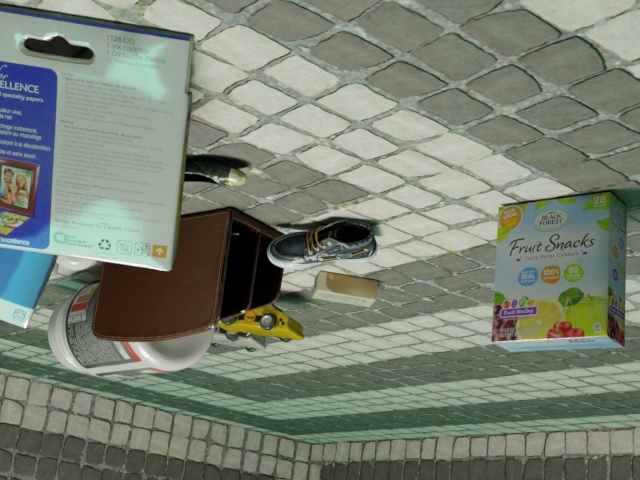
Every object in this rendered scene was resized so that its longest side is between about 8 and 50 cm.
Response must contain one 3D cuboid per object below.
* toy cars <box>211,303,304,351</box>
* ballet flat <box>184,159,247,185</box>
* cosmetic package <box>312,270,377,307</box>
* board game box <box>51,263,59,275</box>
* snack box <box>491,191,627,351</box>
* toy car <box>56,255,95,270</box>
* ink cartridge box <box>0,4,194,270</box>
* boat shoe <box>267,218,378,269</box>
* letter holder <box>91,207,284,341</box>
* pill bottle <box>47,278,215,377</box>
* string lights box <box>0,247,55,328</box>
[{"bbox_3d":[-0.167,0.171,2.170,0.176,0.087,0.393,20,161,-20],"label":"toy cars"},{"bbox_3d":[-0.190,-0.090,1.458,0.173,0.049,0.057,4,162,10],"label":"ballet flat"},{"bbox_3d":[0.046,0.093,1.916,0.115,0.041,0.060,10,161,-9],"label":"cosmetic package"},{"bbox_3d":[-0.566,-0.041,1.676,0.224,0.098,0.303,9,160,0],"label":"board game box"},{"bbox_3d":[0.335,0.047,1.415,0.174,0.207,0.070,-8,156,36],"label":"snack box"},{"bbox_3d":[-0.341,-0.042,1.531,0.182,0.136,0.159,-16,-165,-10],"label":"toy car"},{"bbox_3d":[-0.310,-0.126,1.200,0.303,0.307,0.072,9,-155,-4],"label":"ink cartridge box"},{"bbox_3d":[0.000,0.000,1.636,0.183,0.065,0.083,-4,157,4],"label":"boat shoe"},{"bbox_3d":[-0.228,0.086,1.730,0.301,0.214,0.152,-8,156,37],"label":"letter holder"},{"bbox_3d":[-0.397,0.172,2.057,0.210,0.210,0.363,23,156,-38],"label":"pill bottle"},{"bbox_3d":[-0.378,-0.027,1.359,0.076,0.133,0.260,22,115,-12],"label":"string lights box"}]
